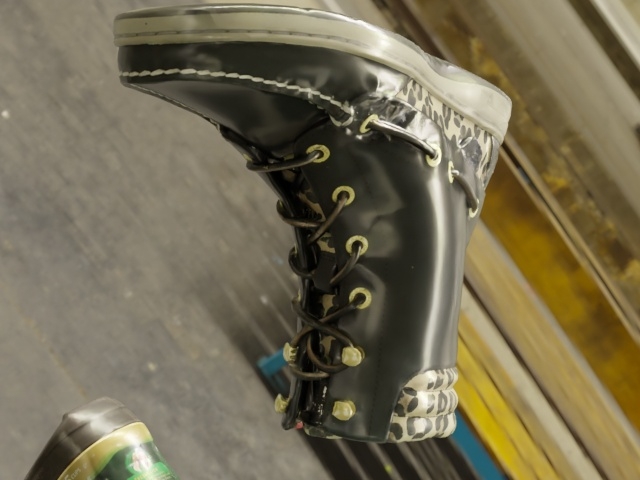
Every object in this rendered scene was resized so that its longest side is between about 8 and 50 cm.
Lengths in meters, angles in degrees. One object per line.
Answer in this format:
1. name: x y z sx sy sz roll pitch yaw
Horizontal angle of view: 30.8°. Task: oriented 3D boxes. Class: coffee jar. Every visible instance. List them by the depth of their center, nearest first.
1. coffee jar: -0.124 0.201 0.799 0.184 0.096 0.079 46 34 17

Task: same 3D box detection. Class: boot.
1. boot: 0.002 0.000 0.512 0.236 0.085 0.178 9 87 -50
